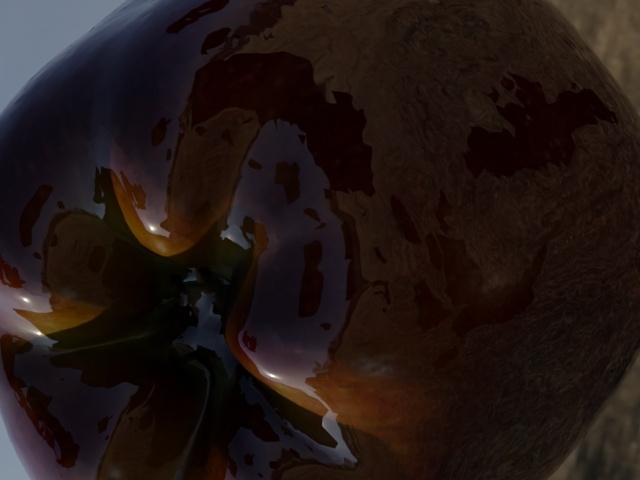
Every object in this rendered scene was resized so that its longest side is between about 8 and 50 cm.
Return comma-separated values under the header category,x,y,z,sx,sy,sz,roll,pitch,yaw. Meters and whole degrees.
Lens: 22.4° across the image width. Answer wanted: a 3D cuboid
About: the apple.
category,x,y,z,sx,sy,sz,roll,pitch,yaw
apple,0.000,0.000,0.715,0.317,0.288,0.288,-31,-44,-62
